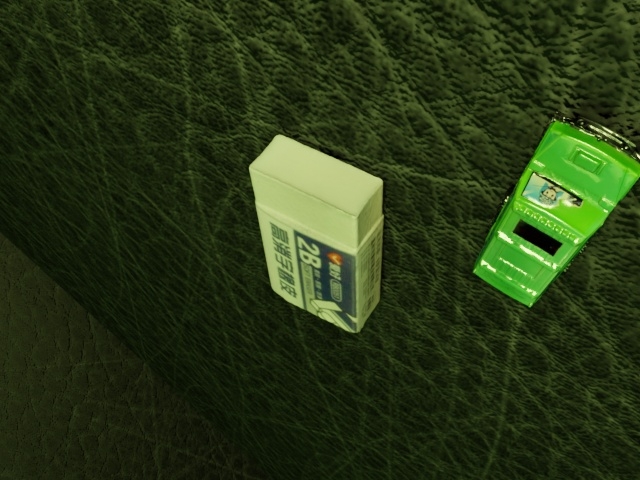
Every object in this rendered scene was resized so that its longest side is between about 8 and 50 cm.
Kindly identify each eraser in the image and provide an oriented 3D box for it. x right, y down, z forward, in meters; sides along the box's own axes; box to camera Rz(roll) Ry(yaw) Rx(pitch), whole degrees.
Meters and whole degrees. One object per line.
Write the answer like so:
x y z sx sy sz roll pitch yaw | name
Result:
0.000 0.000 0.676 0.124 0.068 0.210 28 150 21 | eraser

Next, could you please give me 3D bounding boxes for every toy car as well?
0.161 -0.016 0.459 0.071 0.062 0.165 32 152 14 | toy car
